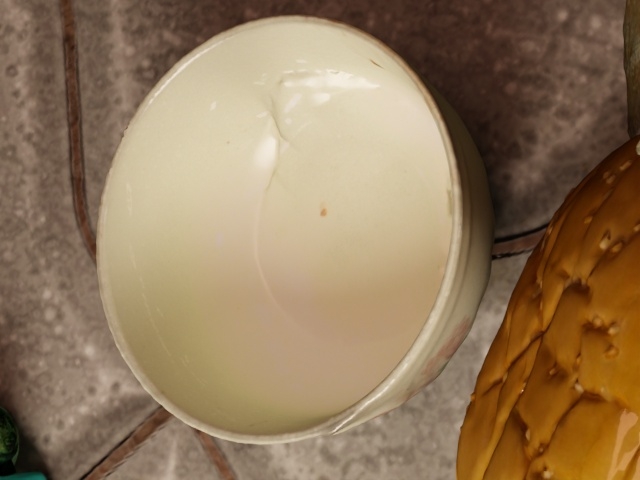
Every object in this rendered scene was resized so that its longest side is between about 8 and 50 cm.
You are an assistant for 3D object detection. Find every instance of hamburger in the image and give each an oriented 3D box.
[{"bbox_3d":[0.191,0.080,1.097,0.318,0.158,0.318,-162,90,-77],"label":"hamburger"}]

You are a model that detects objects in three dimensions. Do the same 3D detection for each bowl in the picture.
[{"bbox_3d":[0.000,0.000,1.303,0.277,0.145,0.277,-4,82,30],"label":"bowl"}]

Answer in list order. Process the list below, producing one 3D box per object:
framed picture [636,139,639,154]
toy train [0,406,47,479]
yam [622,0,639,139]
[{"bbox_3d":[0.303,-0.165,1.018,0.296,0.019,0.232,-52,20,-24],"label":"framed picture"},{"bbox_3d":[-0.292,0.211,1.471,0.203,0.112,0.163,-29,74,27],"label":"toy train"},{"bbox_3d":[0.248,-0.186,1.191,0.133,0.133,0.330,-4,79,31],"label":"yam"}]
